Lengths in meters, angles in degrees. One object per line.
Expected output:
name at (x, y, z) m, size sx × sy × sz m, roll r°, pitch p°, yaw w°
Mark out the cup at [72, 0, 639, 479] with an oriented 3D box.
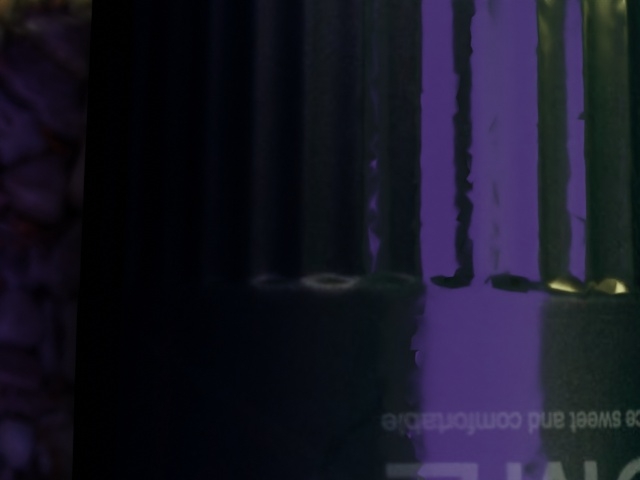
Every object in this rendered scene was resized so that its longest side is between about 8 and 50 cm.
cup at (0.000, 0.001, 0.557) m, size 0.308 × 0.242 × 0.292 m, roll 2°, pitch 86°, yaw -7°
